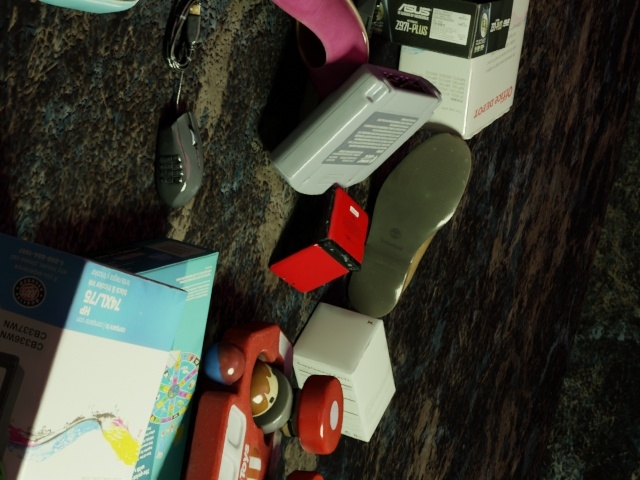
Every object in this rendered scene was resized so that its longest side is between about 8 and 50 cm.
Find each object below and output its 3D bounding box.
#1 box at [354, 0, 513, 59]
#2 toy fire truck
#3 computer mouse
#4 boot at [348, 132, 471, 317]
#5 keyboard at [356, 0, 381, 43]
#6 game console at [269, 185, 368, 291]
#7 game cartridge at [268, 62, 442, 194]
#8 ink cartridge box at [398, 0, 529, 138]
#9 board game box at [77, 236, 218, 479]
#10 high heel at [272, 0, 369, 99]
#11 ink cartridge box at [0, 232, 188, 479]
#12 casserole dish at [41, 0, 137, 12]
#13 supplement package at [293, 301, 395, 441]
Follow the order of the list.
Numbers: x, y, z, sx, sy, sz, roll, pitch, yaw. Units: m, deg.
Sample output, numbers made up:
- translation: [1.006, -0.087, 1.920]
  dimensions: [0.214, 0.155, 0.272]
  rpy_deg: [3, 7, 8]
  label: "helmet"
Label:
- translation: [0.155, -0.310, 2.028]
  dimensions: [0.147, 0.180, 0.078]
  rpy_deg: [-25, 126, -61]
  label: "box"
- translation: [-0.089, 0.236, 1.767]
  dimensions: [0.254, 0.169, 0.302]
  rpy_deg: [60, 36, -63]
  label: "toy fire truck"
- translation: [-0.144, -0.149, 1.622]
  dimensions: [0.071, 0.041, 0.242]
  rpy_deg: [-31, 131, -57]
  label: "computer mouse"
- translation: [0.138, -0.033, 2.238]
  dimensions: [0.305, 0.112, 0.115]
  rpy_deg: [-62, 171, 18]
  label: "boot"
- translation: [0.090, -0.416, 1.884]
  dimensions: [0.201, 0.033, 0.317]
  rpy_deg: [89, 13, -69]
  label: "keyboard"
- translation: [0.000, 0.000, 2.018]
  dimensions: [0.144, 0.085, 0.124]
  rpy_deg: [40, 57, -66]
  label: "game console"
- translation: [0.044, -0.140, 1.919]
  dimensions: [0.196, 0.060, 0.294]
  rpy_deg: [-47, 167, 15]
  label: "game cartridge"
- translation: [0.221, -0.334, 2.230]
  dimensions: [0.226, 0.131, 0.306]
  rpy_deg: [-33, 136, -57]
  label: "ink cartridge box"
- translation: [-0.228, 0.178, 1.585]
  dimensions: [0.254, 0.079, 0.336]
  rpy_deg: [-14, 117, -65]
  label: "board game box"
- translation: [-0.043, -0.278, 1.760]
  dimensions: [0.181, 0.127, 0.377]
  rpy_deg: [-23, 146, -14]
  label: "high heel"
- translation: [-0.276, 0.136, 1.295]
  dimensions: [0.197, 0.198, 0.270]
  rpy_deg: [26, 79, -67]
  label: "ink cartridge box"
- translation: [-0.212, -0.273, 1.396]
  dimensions: [0.188, 0.037, 0.114]
  rpy_deg: [-3, 106, -65]
  label: "casserole dish"
- translation: [0.035, 0.194, 2.165]
  dimensions: [0.105, 0.105, 0.179]
  rpy_deg: [-58, 152, -33]
  label: "supplement package"
